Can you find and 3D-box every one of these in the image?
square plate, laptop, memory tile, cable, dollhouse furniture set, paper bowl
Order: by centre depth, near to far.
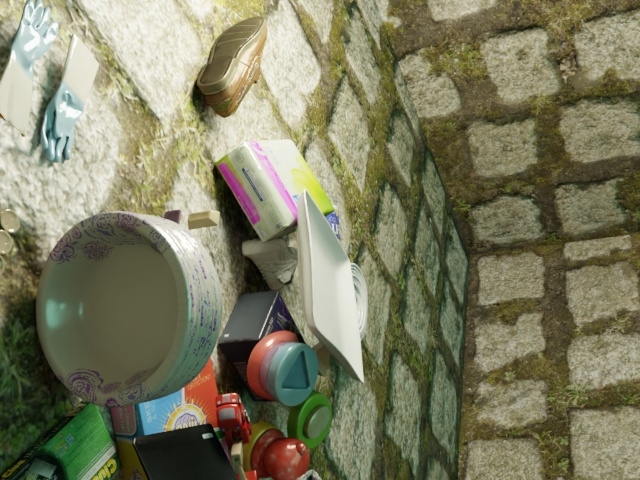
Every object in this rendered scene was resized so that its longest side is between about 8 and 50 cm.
[{"bbox_3d":[-0.480,-0.001,1.000,0.113,0.012,0.148,52,36,-49],"label":"memory tile"},{"bbox_3d":[-0.277,0.102,1.089,0.148,0.284,0.284,11,72,-66],"label":"paper bowl"},{"bbox_3d":[-0.242,0.473,1.220,0.234,0.136,0.264,16,93,-64],"label":"laptop"},{"bbox_3d":[-0.245,-0.007,1.420,0.081,0.114,0.091,54,33,-54],"label":"dollhouse furniture set"},{"bbox_3d":[0.017,0.113,1.620,0.347,0.049,0.344,56,24,-54],"label":"square plate"},{"bbox_3d":[0.065,0.189,2.089,0.257,0.089,0.257,-32,112,-65],"label":"cable"}]

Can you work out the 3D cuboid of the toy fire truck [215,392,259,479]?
[{"bbox_3d":[-0.159,0.391,1.373,0.192,0.047,0.135,80,1,-52],"label":"toy fire truck"}]

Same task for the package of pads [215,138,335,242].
[{"bbox_3d":[-0.105,-0.130,1.717,0.229,0.101,0.296,59,23,5],"label":"package of pads"}]

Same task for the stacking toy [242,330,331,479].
[{"bbox_3d":[-0.029,0.352,1.529,0.279,0.130,0.309,-2,97,-50],"label":"stacking toy"}]

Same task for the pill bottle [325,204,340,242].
[{"bbox_3d":[0.000,0.000,1.979,0.112,0.112,0.187,18,66,-64],"label":"pill bottle"}]

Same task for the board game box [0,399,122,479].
[{"bbox_3d":[-0.395,0.361,1.053,0.260,0.030,0.136,-47,123,-61],"label":"board game box"}]

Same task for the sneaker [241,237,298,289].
[{"bbox_3d":[-0.114,0.060,1.731,0.232,0.090,0.115,25,65,-61],"label":"sneaker"}]

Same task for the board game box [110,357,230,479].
[{"bbox_3d":[-0.265,0.364,1.304,0.242,0.064,0.316,-18,99,-66],"label":"board game box"}]

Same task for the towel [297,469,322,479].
[{"bbox_3d":[-0.077,0.606,1.356,0.284,0.121,0.235,-45,163,-38],"label":"towel"}]

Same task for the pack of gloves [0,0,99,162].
[{"bbox_3d":[-0.448,-0.251,1.148,0.195,0.046,0.232,62,31,-61],"label":"pack of gloves"}]

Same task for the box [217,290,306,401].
[{"bbox_3d":[-0.123,0.241,1.618,0.153,0.108,0.207,-70,145,-46],"label":"box"}]

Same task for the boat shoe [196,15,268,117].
[{"bbox_3d":[-0.198,-0.411,1.689,0.307,0.110,0.104,-65,145,-37],"label":"boat shoe"}]
